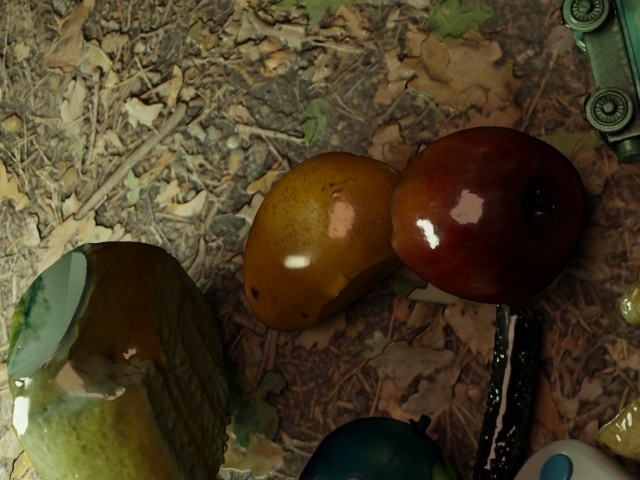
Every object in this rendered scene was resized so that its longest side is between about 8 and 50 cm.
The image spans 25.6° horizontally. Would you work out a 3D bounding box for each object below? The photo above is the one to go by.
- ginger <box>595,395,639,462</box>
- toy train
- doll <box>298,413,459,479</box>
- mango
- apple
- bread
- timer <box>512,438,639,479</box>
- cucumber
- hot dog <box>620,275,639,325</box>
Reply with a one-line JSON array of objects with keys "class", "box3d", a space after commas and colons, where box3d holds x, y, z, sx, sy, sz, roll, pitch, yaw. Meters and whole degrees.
[{"class": "ginger", "box3d": [0.463, 0.172, 1.523, 0.354, 0.126, 0.190, -17, 81, 31]}, {"class": "toy train", "box3d": [0.382, -0.218, 1.684, 0.159, 0.101, 0.248, -15, 72, 14]}, {"class": "doll", "box3d": [0.044, 0.345, 1.689, 0.186, 0.198, 0.322, 33, 94, 7]}, {"class": "mango", "box3d": [0.000, 0.000, 1.835, 0.290, 0.160, 0.191, -46, 66, 26]}, {"class": "apple", "box3d": [0.194, -0.029, 1.673, 0.234, 0.234, 0.234, -8, 74, 30]}, {"class": "bread", "box3d": [-0.275, 0.187, 1.821, 0.239, 0.264, 0.395, -26, 39, 15]}, {"class": "timer", "box3d": [0.285, 0.360, 1.565, 0.237, 0.087, 0.262, -60, 31, 7]}, {"class": "cucumber", "box3d": [0.228, 0.193, 1.699, 0.067, 0.067, 0.245, 3, 82, 32]}, {"class": "hot dog", "box3d": [0.439, 0.008, 1.596, 0.073, 0.084, 0.242, 42, 100, 33]}]
